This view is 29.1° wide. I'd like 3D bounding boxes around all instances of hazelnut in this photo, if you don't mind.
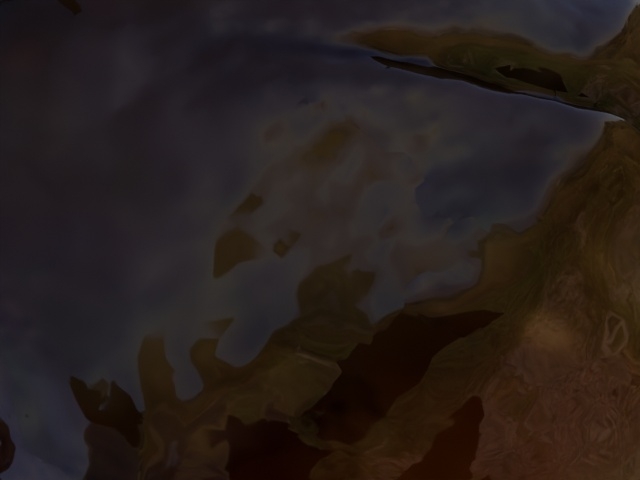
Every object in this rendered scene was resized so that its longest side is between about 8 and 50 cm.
[{"bbox_3d":[0.000,0.000,0.511,0.315,0.372,0.372,-25,-10,9],"label":"hazelnut"}]
